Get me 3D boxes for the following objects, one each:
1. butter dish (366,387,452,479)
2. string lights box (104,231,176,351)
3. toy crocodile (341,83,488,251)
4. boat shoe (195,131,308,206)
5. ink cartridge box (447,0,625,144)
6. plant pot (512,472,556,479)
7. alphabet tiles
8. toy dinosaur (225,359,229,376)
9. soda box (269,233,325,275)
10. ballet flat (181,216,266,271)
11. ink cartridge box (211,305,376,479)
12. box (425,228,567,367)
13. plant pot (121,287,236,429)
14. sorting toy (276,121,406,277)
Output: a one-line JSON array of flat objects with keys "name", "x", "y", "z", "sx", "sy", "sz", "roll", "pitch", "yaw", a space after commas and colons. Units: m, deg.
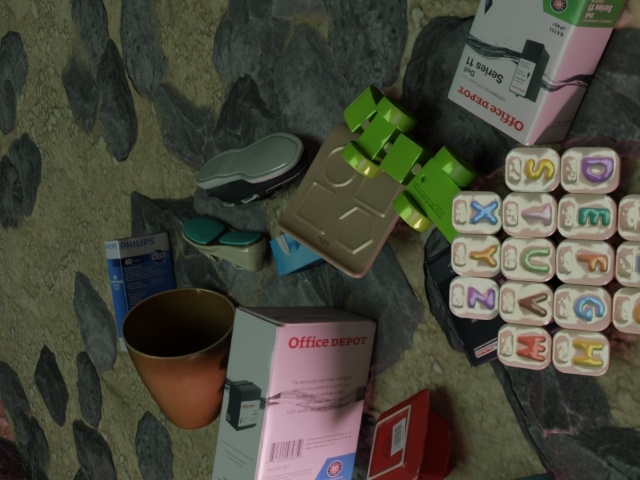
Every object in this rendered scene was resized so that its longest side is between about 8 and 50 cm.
[{"name": "butter dish", "x": 0.156, "y": 0.342, "z": 1.278, "sx": 0.160, "sy": 0.118, "sz": 0.160, "roll": -45, "pitch": 23, "yaw": 47}, {"name": "string lights box", "x": -0.410, "y": 0.118, "z": 1.878, "sx": 0.076, "sy": 0.133, "sz": 0.260, "roll": -4, "pitch": 95, "yaw": 51}, {"name": "toy crocodile", "x": 0.138, "y": -0.108, "z": 1.174, "sx": 0.115, "sy": 0.105, "sz": 0.340, "roll": -53, "pitch": 54, "yaw": 19}, {"name": "boat shoe", "x": -0.113, "y": -0.126, "z": 1.506, "sx": 0.302, "sy": 0.091, "sz": 0.114, "roll": 0, "pitch": 55, "yaw": 51}, {"name": "ink cartridge box", "x": 0.268, "y": -0.244, "z": 1.021, "sx": 0.153, "sy": 0.086, "sz": 0.209, "roll": 41, "pitch": 128, "yaw": 37}, {"name": "plant pot", "x": 0.276, "y": 0.481, "z": 1.126, "sx": 0.165, "sy": 0.165, "sz": 0.234, "roll": -35, "pitch": 79, "yaw": 48}, {"name": "alphabet tiles", "x": 0.296, "y": 0.025, "z": 1.011, "sx": 0.277, "sy": 0.021, "sz": 0.284, "roll": 4, "pitch": 96, "yaw": 26}, {"name": "toy dinosaur", "x": -0.097, "y": 0.375, "z": 1.604, "sx": 0.160, "sy": 0.121, "sz": 0.314, "roll": -23, "pitch": 76, "yaw": 38}, {"name": "soda box", "x": 0.000, "y": 0.000, "z": 1.414, "sx": 0.210, "sy": 0.067, "sz": 0.071, "roll": -26, "pitch": 79, "yaw": 49}, {"name": "ballet flat", "x": -0.197, "y": 0.014, "z": 1.650, "sx": 0.248, "sy": 0.086, "sz": 0.086, "roll": 16, "pitch": 110, "yaw": 46}, {"name": "ink cartridge box", "x": -0.044, "y": 0.271, "z": 1.366, "sx": 0.129, "sy": 0.223, "sz": 0.308, "roll": 16, "pitch": 99, "yaw": 48}, {"name": "box", "x": 0.263, "y": 0.059, "z": 1.125, "sx": 0.220, "sy": 0.051, "sz": 0.175, "roll": -38, "pitch": 69, "yaw": 47}, {"name": "plant pot", "x": -0.286, "y": 0.270, "z": 1.718, "sx": 0.237, "sy": 0.237, "sz": 0.255, "roll": 32, "pitch": 135, "yaw": 42}, {"name": "sorting toy", "x": 0.049, "y": -0.067, "z": 1.289, "sx": 0.193, "sy": 0.038, "sz": 0.208, "roll": 33, "pitch": 92, "yaw": 33}]
